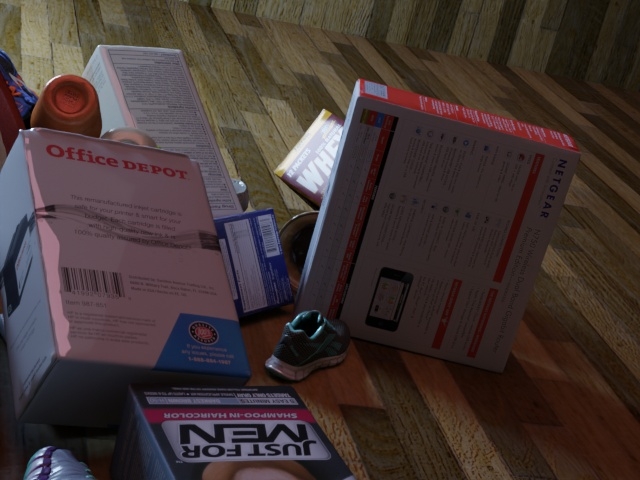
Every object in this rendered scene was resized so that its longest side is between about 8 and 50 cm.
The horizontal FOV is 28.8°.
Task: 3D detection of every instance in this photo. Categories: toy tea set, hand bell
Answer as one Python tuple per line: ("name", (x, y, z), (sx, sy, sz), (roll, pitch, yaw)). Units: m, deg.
("toy tea set", (-0.382, -0.076, 1.629), (0.336, 0.124, 0.200), (-32, 81, -23))
("hand bell", (0.000, 0.000, 1.884), (0.126, 0.126, 0.242), (15, 10, 0))

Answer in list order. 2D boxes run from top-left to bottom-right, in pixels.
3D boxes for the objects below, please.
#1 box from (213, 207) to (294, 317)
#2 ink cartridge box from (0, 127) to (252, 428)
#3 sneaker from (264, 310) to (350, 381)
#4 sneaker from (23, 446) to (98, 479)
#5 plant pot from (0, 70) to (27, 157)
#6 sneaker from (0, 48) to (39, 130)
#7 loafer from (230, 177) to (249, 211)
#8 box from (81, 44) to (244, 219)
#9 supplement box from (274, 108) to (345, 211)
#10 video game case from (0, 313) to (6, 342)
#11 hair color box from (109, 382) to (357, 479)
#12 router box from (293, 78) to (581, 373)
("box", (-0.131, 0.039, 1.633), (0.036, 0.136, 0.225), (-13, 0, 39))
("ink cartridge box", (-0.227, 0.044, 1.369), (0.223, 0.129, 0.307), (9, 48, -32))
("sneaker", (-0.004, 0.121, 1.586), (0.065, 0.076, 0.166), (25, 23, 20))
("sneaker", (-0.215, 0.235, 1.095), (0.098, 0.083, 0.224), (-1, 5, 0))
("plant pot", (-0.577, -0.205, 1.687), (0.267, 0.236, 0.267), (-26, 41, -31))
("sneaker", (-0.504, -0.236, 2.014), (0.087, 0.083, 0.221), (50, 2, 39))
("loafer", (-0.258, -0.099, 1.905), (0.319, 0.111, 0.112), (6, 21, -23))
("box", (-0.235, -0.121, 1.780), (0.148, 0.121, 0.311), (-1, 57, -34))
("supplement box", (0.070, -0.071, 1.922), (0.191, 0.129, 0.194), (36, -4, 42))
("video game case", (-0.259, 0.138, 1.447), (0.183, 0.023, 0.201), (1, 26, -32))
("hair color box", (-0.051, 0.274, 1.132), (0.185, 0.114, 0.374), (4, 25, -27))
("router box", (0.148, -0.014, 1.671), (0.301, 0.336, 0.082), (15, 21, -5))
